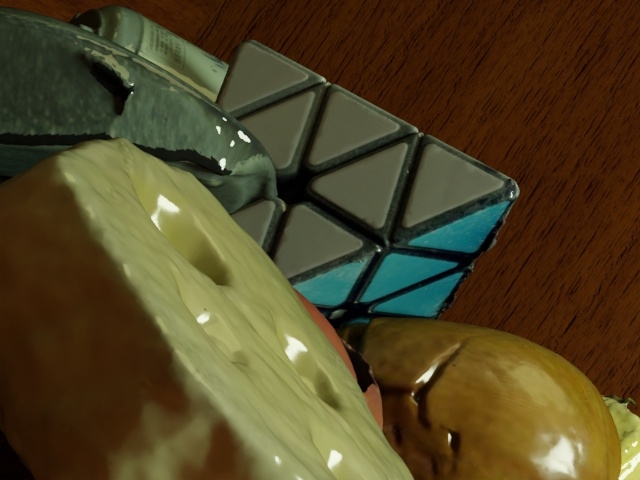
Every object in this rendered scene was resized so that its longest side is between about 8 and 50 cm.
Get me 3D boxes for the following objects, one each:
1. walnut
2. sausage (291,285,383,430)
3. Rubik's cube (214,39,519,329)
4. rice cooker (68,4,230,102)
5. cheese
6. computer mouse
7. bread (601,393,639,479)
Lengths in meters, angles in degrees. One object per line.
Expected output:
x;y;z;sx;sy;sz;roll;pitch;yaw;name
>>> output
0.075;0.153;1.475;0.298;0.203;0.203;9;-7;20;walnut
-0.084;0.075;1.289;0.280;0.152;0.152;32;3;-27;sausage
0.002;0.000;1.518;0.233;0.228;0.228;21;11;-4;Rubik's cube
-0.136;-0.047;1.717;0.317;0.264;0.316;27;37;-22;rice cooker
-0.059;0.084;1.029;0.318;0.115;0.326;47;12;-10;cheese
-0.211;-0.087;1.273;0.374;0.114;0.203;6;-19;-10;computer mouse
0.195;0.228;1.678;0.236;0.198;0.263;43;-10;-38;bread
